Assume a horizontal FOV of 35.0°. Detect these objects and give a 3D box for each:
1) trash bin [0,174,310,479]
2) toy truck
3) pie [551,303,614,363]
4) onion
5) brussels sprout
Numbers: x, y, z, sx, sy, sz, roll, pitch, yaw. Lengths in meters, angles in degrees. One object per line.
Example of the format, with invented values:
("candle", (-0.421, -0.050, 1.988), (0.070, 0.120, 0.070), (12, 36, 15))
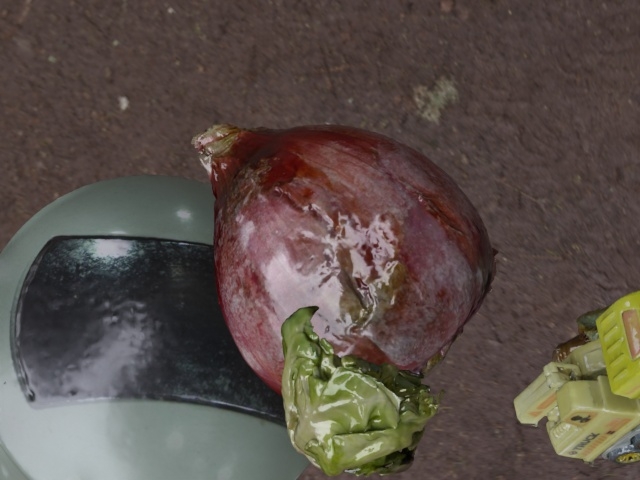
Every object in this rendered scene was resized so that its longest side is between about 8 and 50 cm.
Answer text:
("trash bin", (-0.165, 0.133, 0.892), (0.280, 0.432, 0.280), (8, 65, -18))
("toy truck", (0.328, 0.151, 1.109), (0.157, 0.272, 0.124), (6, 58, -17))
("pie", (0.484, 0.124, 1.425), (0.257, 0.274, 0.105), (-10, 77, -18))
("onion", (0.000, 0.000, 0.577), (0.195, 0.159, 0.159), (45, 98, 6))
("brussels sprout", (0.014, 0.068, 0.425), (0.085, 0.085, 0.058), (36, 106, 25))
